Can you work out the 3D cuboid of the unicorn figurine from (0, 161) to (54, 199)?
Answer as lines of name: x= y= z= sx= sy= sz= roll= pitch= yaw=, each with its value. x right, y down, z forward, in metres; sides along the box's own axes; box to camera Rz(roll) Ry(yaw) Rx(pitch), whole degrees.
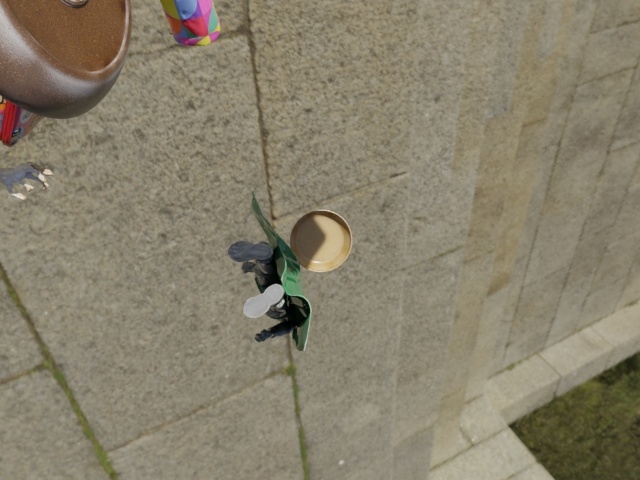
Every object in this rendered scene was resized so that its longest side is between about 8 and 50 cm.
unicorn figurine: x=-0.708 y=-0.150 z=1.341 sx=0.111 sy=0.162 sz=0.060 roll=39 pitch=105 yaw=-1

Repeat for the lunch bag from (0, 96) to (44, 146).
lunch bag: x=-0.598 y=-0.362 z=1.179 sx=0.120 sy=0.293 sz=0.258 roll=26 pitch=134 yaw=-14

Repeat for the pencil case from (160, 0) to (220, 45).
pencil case: x=-0.247 y=-0.459 z=1.020 sx=0.104 sy=0.104 sz=0.236 roll=-27 pitch=148 yaw=-12

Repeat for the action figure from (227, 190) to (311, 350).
action figure: x=-0.041 y=0.053 z=0.571 sx=0.063 sy=0.137 sz=0.232 roll=-15 pitch=166 yaw=-1

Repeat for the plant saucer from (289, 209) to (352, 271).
plant saucer: x=0.000 y=0.000 z=0.767 sx=0.083 sy=0.015 sz=0.083 roll=-1 pitch=99 yaw=-8

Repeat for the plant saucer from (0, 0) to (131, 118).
plant saucer: x=-0.285 y=-0.286 z=0.601 sx=0.050 sy=0.310 sz=0.310 roll=-4 pitch=136 yaw=15
